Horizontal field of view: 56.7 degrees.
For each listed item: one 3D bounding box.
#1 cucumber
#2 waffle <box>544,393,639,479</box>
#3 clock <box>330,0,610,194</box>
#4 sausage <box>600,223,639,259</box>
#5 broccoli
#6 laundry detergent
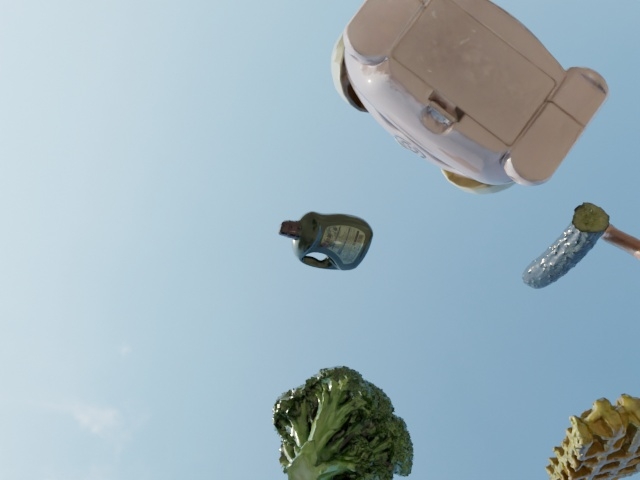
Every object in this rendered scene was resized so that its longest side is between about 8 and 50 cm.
[{"bbox_3d":[0.527,0.034,1.303,0.072,0.303,0.081,-18,-119,-18],"label":"cucumber"},{"bbox_3d":[0.272,0.209,0.590,0.161,0.192,0.046,-36,-133,25],"label":"waffle"},{"bbox_3d":[0.168,-0.196,0.793,0.342,0.326,0.184,42,-87,-3],"label":"clock"},{"bbox_3d":[0.633,0.006,1.214,0.043,0.043,0.186,-17,-155,-10],"label":"sausage"},{"bbox_3d":[0.030,0.405,1.194,0.308,0.275,0.307,1,-88,27],"label":"broccoli"},{"bbox_3d":[0.000,0.000,1.316,0.222,0.144,0.078,7,-147,-30],"label":"laundry detergent"}]
